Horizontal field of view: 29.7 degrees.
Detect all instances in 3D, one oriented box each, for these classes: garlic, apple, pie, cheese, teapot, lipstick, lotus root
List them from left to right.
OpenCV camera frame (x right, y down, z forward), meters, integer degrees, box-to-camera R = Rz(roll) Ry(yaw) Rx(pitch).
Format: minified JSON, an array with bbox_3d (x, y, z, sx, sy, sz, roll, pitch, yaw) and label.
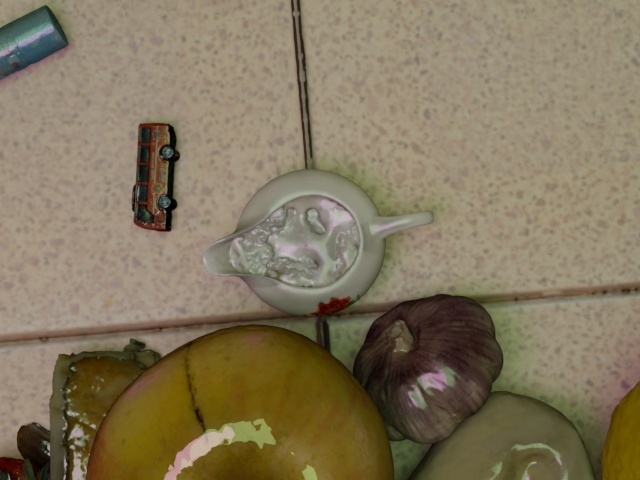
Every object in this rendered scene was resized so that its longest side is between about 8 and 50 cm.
[{"bbox_3d":[-0.338,-0.184,1.232,0.158,0.048,0.048,-27,87,2],"label":"lipstick"},{"bbox_3d":[-0.273,0.217,1.223,0.083,0.030,0.037,27,91,4],"label":"lotus root"},{"bbox_3d":[-0.207,0.236,1.182,0.128,0.068,0.282,5,79,-36],"label":"pie"},{"bbox_3d":[-0.072,0.213,1.077,0.286,0.233,0.286,0,96,0],"label":"apple"},{"bbox_3d":[0.000,0.000,1.187,0.226,0.092,0.145,-15,90,1],"label":"teapot"},{"bbox_3d":[0.099,0.117,1.153,0.147,0.102,0.159,24,68,45],"label":"garlic"},{"bbox_3d":[0.113,0.308,1.151,0.351,0.129,0.328,2,89,1],"label":"cheese"}]

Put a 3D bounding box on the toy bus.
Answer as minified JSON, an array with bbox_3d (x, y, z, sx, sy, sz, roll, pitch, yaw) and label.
[{"bbox_3d":[-0.168,-0.064,1.228,0.043,0.031,0.110,3,87,5],"label":"toy bus"}]

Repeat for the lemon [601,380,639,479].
[{"bbox_3d":[0.385,0.223,1.074,0.268,0.268,0.322,-29,86,1],"label":"lemon"}]

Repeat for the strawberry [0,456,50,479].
[{"bbox_3d":[-0.326,0.280,1.191,0.131,0.148,0.131,11,68,-29],"label":"strawberry"}]
